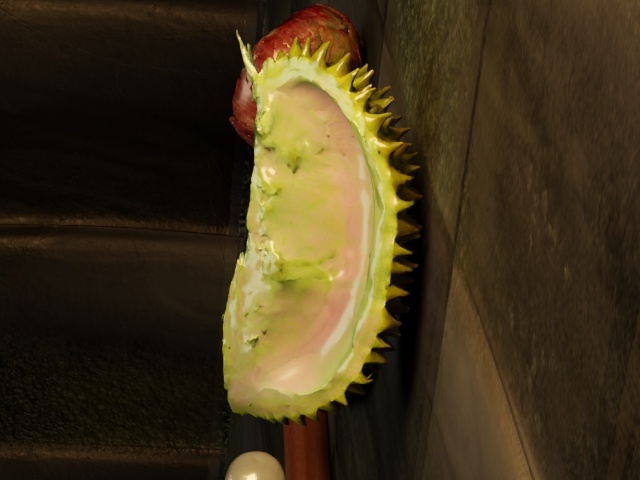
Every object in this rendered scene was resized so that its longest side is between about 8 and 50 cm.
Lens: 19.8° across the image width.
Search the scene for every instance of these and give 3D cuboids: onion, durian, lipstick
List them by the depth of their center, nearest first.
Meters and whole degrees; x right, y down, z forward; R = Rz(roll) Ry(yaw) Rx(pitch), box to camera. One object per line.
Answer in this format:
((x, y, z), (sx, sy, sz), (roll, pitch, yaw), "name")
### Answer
((0.000, 0.000, 1.605), (0.158, 0.169, 0.351), (-115, 29, -78), "durian")
((-0.011, -0.161, 1.995), (0.184, 0.147, 0.184), (-45, -19, -20), "onion")
((-0.013, 0.285, 2.096), (0.356, 0.057, 0.057), (-95, 10, -50), "lipstick")

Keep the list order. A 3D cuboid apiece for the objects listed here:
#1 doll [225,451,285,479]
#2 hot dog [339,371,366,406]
((-0.087, 0.503, 2.229), (0.365, 0.187, 0.376), (-81, -25, -62), "doll")
((0.013, 0.115, 1.901), (0.269, 0.072, 0.115), (112, 152, -69), "hot dog")
